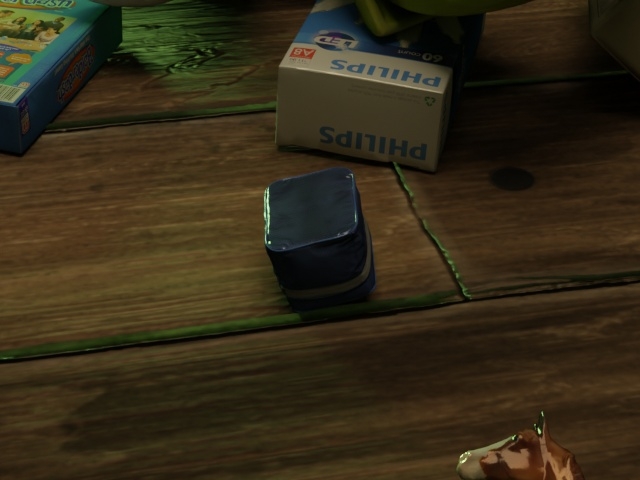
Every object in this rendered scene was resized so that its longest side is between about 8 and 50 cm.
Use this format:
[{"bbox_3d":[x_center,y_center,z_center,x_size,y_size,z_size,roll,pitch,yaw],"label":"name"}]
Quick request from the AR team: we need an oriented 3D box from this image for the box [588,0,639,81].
[{"bbox_3d":[0.322,-0.235,1.225,0.127,0.148,0.232,38,32,-16],"label":"box"}]

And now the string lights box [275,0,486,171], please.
[{"bbox_3d":[0.059,-0.162,1.201,0.133,0.076,0.259,10,35,9],"label":"string lights box"}]

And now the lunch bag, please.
[{"bbox_3d":[0.000,0.000,0.975,0.067,0.065,0.098,-12,35,8],"label":"lunch bag"}]

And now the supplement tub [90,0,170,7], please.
[{"bbox_3d":[-0.135,-0.345,1.290,0.228,0.228,0.316,9,20,10],"label":"supplement tub"}]

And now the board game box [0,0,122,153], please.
[{"bbox_3d":[-0.279,-0.154,1.197,0.160,0.047,0.210,11,36,12],"label":"board game box"}]

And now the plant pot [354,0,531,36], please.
[{"bbox_3d":[0.119,-0.293,1.106,0.228,0.227,0.207,-29,10,-37],"label":"plant pot"}]

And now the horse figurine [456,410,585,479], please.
[{"bbox_3d":[0.102,0.207,0.680,0.174,0.066,0.263,-19,37,-18],"label":"horse figurine"}]
